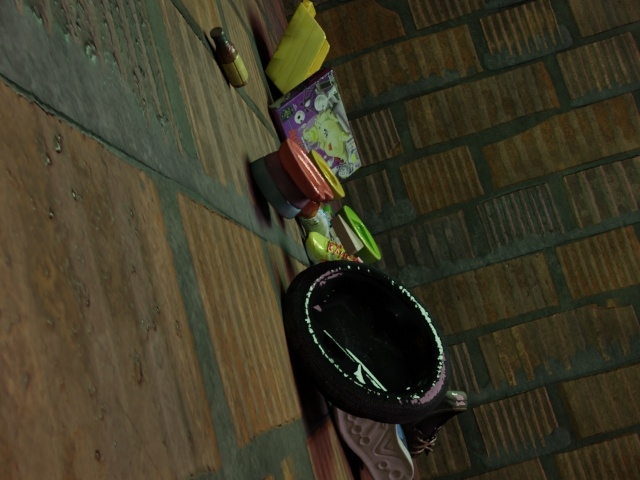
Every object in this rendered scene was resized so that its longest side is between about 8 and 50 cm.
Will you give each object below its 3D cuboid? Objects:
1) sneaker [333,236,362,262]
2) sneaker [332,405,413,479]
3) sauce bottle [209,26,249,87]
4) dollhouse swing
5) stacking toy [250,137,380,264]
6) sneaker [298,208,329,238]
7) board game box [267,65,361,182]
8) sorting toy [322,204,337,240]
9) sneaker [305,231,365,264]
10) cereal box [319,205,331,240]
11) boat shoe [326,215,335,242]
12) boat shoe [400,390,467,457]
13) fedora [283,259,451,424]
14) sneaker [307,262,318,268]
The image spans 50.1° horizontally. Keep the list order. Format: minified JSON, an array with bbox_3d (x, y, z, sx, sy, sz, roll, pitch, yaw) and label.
[{"bbox_3d":[0.083,0.106,2.025,0.292,0.110,0.118,83,2,-55],"label":"sneaker"},{"bbox_3d":[0.092,0.355,1.473,0.236,0.130,0.323,-117,-177,-68],"label":"sneaker"},{"bbox_3d":[-0.170,-0.340,1.272,0.128,0.042,0.042,68,7,-55],"label":"sauce bottle"},{"bbox_3d":[0.016,-0.516,2.131,0.304,0.315,0.347,29,10,-2],"label":"dollhouse swing"},{"bbox_3d":[-0.019,-0.049,1.362,0.280,0.130,0.309,59,12,11],"label":"stacking toy"},{"bbox_3d":[-0.035,-0.067,1.723,0.083,0.071,0.191,-86,152,-56],"label":"sneaker"},{"bbox_3d":[-0.007,-0.291,1.949,0.056,0.208,0.347,38,-21,43],"label":"board game box"},{"bbox_3d":[0.051,0.024,2.347,0.348,0.047,0.196,-101,168,-46],"label":"sorting toy"},{"bbox_3d":[0.050,0.038,1.738,0.208,0.094,0.082,38,42,-24],"label":"sneaker"},{"bbox_3d":[0.000,0.000,1.892,0.173,0.047,0.240,58,17,-68],"label":"cereal box"},{"bbox_3d":[0.014,-0.042,2.070,0.075,0.064,0.206,30,44,-82],"label":"boat shoe"},{"bbox_3d":[0.225,0.443,1.604,0.355,0.132,0.130,-44,-133,50],"label":"boat shoe"},{"bbox_3d":[0.065,0.200,1.233,0.153,0.333,0.334,118,-29,-42],"label":"fedora"},{"bbox_3d":[0.006,0.152,1.431,0.086,0.085,0.237,33,36,-38],"label":"sneaker"}]
